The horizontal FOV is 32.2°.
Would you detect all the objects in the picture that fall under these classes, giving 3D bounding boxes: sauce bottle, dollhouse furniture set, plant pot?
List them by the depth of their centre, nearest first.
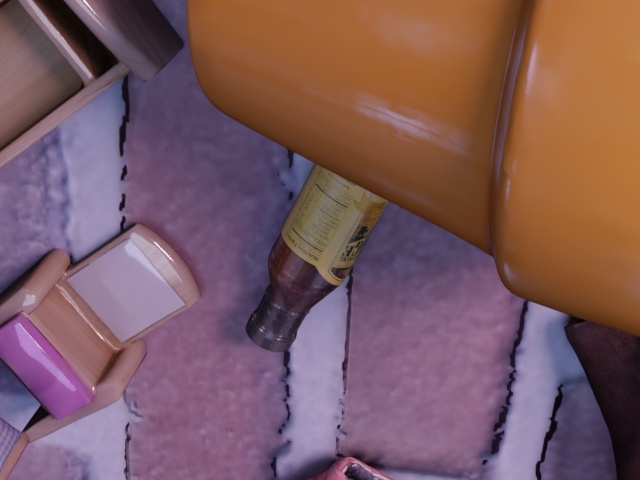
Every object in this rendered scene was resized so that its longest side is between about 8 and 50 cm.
[{"bbox_3d":[0.061,-0.087,0.418,0.188,0.205,0.205,16,118,19],"label":"plant pot"},{"bbox_3d":[-0.178,0.004,0.431,0.198,0.303,0.286,-31,107,23],"label":"dollhouse furniture set"},{"bbox_3d":[0.000,0.000,0.547,0.042,0.042,0.128,26,120,-4],"label":"sauce bottle"}]

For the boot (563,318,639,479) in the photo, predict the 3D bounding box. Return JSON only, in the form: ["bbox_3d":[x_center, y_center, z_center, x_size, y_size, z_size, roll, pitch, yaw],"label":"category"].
[{"bbox_3d":[0.180,0.130,0.565,0.248,0.090,0.207,-32,86,44],"label":"boot"}]

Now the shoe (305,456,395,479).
[{"bbox_3d":[0.043,0.200,0.623,0.081,0.063,0.178,-38,100,29],"label":"shoe"}]
